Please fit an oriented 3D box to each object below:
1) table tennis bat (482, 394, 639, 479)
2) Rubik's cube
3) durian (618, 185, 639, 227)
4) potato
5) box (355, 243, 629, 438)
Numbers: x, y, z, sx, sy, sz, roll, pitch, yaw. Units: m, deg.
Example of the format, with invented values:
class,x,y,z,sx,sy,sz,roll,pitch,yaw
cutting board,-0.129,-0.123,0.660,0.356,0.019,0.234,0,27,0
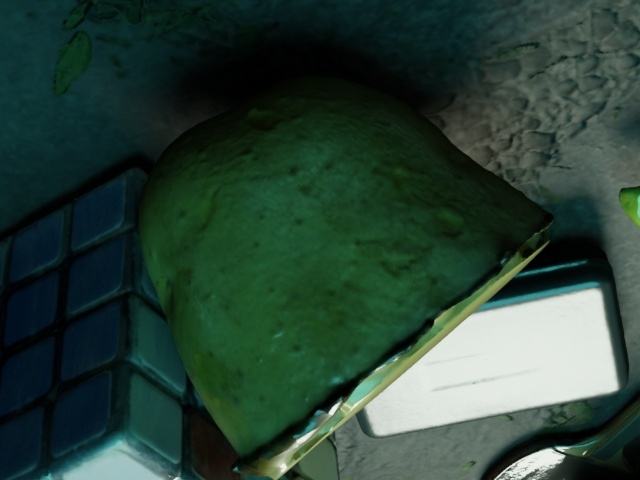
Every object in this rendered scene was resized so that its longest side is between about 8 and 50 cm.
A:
class,x,y,z,sx,sy,sz,roll,pitch,yaw
table tennis bat,0.231,0.206,1.540,0.130,0.019,0.220,20,132,-25
Rubik's cube,-0.155,0.148,1.278,0.256,0.259,0.253,-28,133,24
durian,0.350,-0.050,1.234,0.250,0.101,0.139,-32,94,26
potato,0.000,0.000,1.158,0.285,0.242,0.242,-37,137,-15
box,0.128,0.083,1.382,0.230,0.050,0.160,-12,136,8
